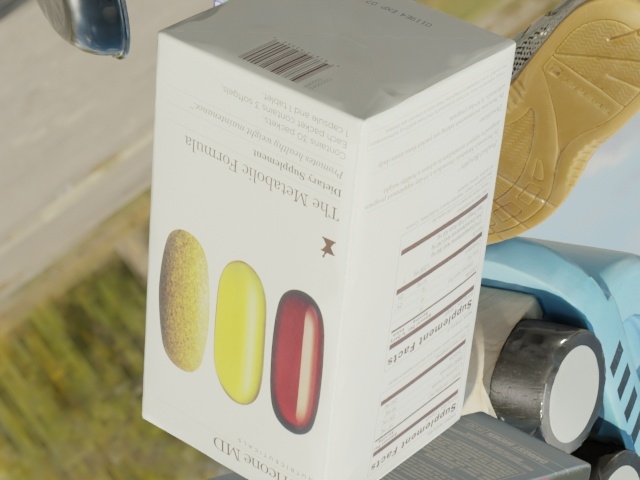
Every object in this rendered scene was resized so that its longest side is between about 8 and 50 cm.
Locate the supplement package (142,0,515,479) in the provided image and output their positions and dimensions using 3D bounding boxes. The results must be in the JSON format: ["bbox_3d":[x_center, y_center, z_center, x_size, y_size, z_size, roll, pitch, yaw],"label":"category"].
[{"bbox_3d":[0.000,0.000,1.046,0.134,0.139,0.244,-30,135,-44],"label":"supplement package"}]

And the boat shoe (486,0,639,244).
[{"bbox_3d":[0.152,-0.091,1.295,0.277,0.098,0.096,-41,-168,47],"label":"boat shoe"}]

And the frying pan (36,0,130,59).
[{"bbox_3d":[-0.224,-0.265,1.500,0.053,0.326,0.197,-24,140,-16],"label":"frying pan"}]

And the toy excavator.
[{"bbox_3d":[0.257,0.105,1.810,0.222,0.433,0.445,10,-132,37],"label":"toy excavator"}]

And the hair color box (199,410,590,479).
[{"bbox_3d":[0.006,0.244,1.288,0.374,0.185,0.113,-8,-157,-42],"label":"hair color box"}]

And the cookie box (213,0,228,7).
[{"bbox_3d":[-0.042,-0.225,1.535,0.092,0.107,0.040,20,-149,38],"label":"cookie box"}]
